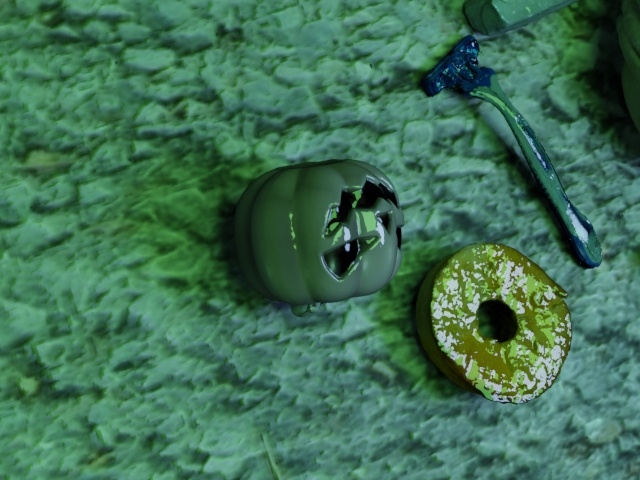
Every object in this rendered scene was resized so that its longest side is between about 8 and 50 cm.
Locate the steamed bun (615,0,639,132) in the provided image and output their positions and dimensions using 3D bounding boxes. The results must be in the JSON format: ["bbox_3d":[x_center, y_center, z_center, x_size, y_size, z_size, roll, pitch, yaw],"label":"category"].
[{"bbox_3d":[0.476,-0.248,1.628,0.203,0.289,0.276,24,31,-58],"label":"steamed bun"}]

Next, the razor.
[{"bbox_3d":[0.249,-0.093,1.611,0.093,0.056,0.324,-45,105,-26],"label":"razor"}]

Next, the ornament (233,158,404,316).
[{"bbox_3d":[0.001,0.000,1.405,0.178,0.177,0.177,3,83,-27],"label":"ornament"}]

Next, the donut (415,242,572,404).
[{"bbox_3d":[0.190,0.095,1.550,0.190,0.075,0.174,28,74,-18],"label":"donut"}]

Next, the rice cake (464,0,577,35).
[{"bbox_3d":[0.265,-0.301,1.636,0.206,0.069,0.063,-26,95,-30],"label":"rice cake"}]
